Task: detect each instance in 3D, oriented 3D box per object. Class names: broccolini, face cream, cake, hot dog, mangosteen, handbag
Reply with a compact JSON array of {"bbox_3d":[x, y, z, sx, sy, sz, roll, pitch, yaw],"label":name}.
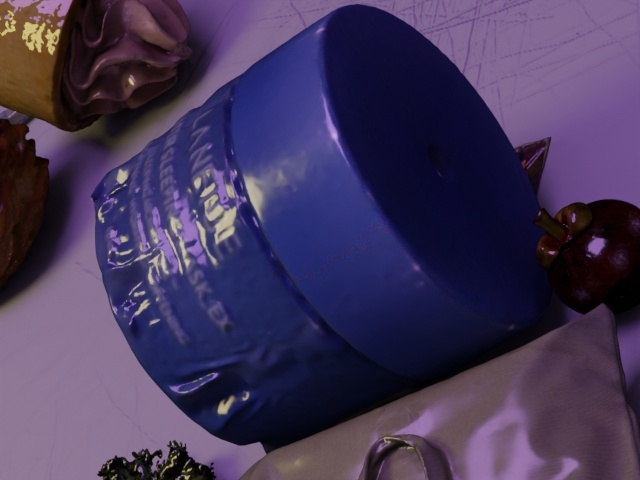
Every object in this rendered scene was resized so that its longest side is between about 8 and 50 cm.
[{"bbox_3d":[-0.182,0.257,1.394,0.271,0.062,0.123,-52,19,-7],"label":"broccolini"},{"bbox_3d":[0.000,0.000,1.281,0.225,0.249,0.249,-34,37,27],"label":"face cream"},{"bbox_3d":[-0.211,-0.189,1.750,0.178,0.207,0.185,21,103,23],"label":"cake"},{"bbox_3d":[-0.358,-0.010,1.785,0.259,0.114,0.175,-23,47,33],"label":"hot dog"},{"bbox_3d":[0.185,0.010,1.235,0.081,0.081,0.081,-27,40,26],"label":"mangosteen"},{"bbox_3d":[0.061,0.197,1.159,0.315,0.109,0.253,-25,45,19],"label":"handbag"}]

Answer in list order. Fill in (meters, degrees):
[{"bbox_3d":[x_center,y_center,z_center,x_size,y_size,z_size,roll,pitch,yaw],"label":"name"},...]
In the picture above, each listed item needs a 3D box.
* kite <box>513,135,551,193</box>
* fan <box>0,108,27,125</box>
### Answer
[{"bbox_3d":[0.127,-0.033,1.398,0.125,0.008,0.222,-44,36,0],"label":"kite"},{"bbox_3d":[-0.356,-0.088,1.921,0.282,0.057,0.023,-37,27,5],"label":"fan"}]
